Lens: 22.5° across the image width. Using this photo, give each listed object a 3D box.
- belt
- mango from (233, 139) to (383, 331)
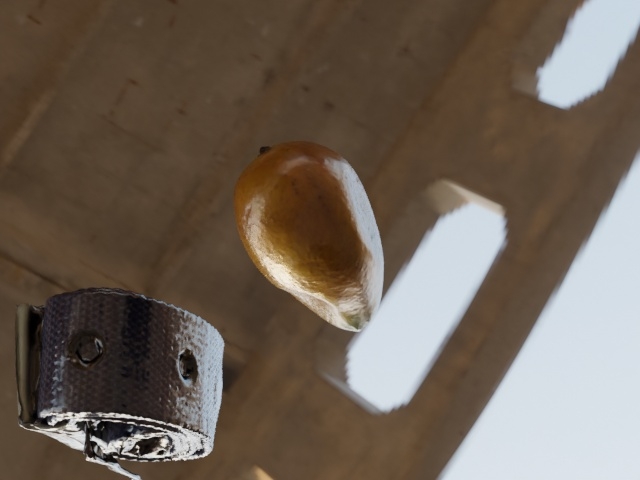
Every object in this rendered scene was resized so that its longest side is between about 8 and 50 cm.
[{"bbox_3d":[-0.153,0.121,1.263,0.140,0.230,0.126,-1,-106,10],"label":"belt"},{"bbox_3d":[-0.003,-0.006,1.112,0.089,0.115,0.165,-25,-27,10],"label":"mango"}]
